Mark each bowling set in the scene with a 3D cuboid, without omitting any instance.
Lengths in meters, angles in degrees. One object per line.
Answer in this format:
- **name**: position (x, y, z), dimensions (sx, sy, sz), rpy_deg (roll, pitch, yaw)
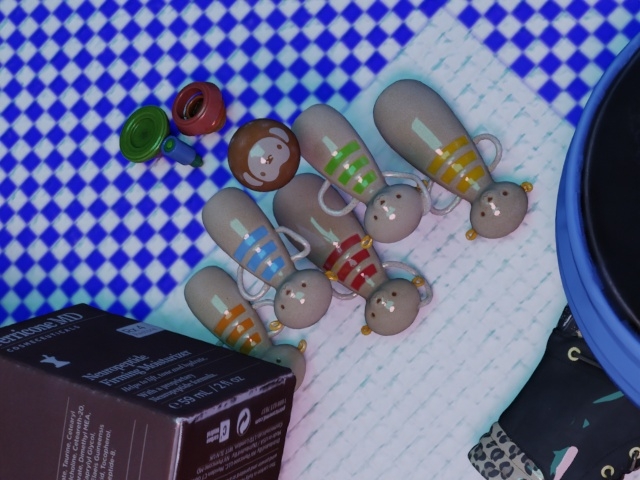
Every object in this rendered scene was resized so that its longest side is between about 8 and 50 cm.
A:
- **bowling set**: position (0.000, 0.000, 1.430), dimensions (0.287, 0.200, 0.154), rpy_deg (-45, 69, 10)

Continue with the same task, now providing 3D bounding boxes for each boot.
- **boot**: position (0.237, 0.154, 1.372), dimensions (0.236, 0.085, 0.179), rpy_deg (39, 98, 22)

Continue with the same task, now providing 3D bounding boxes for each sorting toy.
- **sorting toy**: position (-0.115, -0.089, 1.573), dimensions (0.102, 0.042, 0.061), rpy_deg (-27, 55, 25)

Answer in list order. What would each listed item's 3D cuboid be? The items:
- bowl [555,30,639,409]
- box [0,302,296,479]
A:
- **bowl**: position (0.356, -0.029, 1.315), dimensions (0.391, 0.077, 0.391), rpy_deg (-5, 64, 10)
- **box**: position (-0.154, 0.163, 1.429), dimensions (0.203, 0.168, 0.167), rpy_deg (16, 106, 25)
